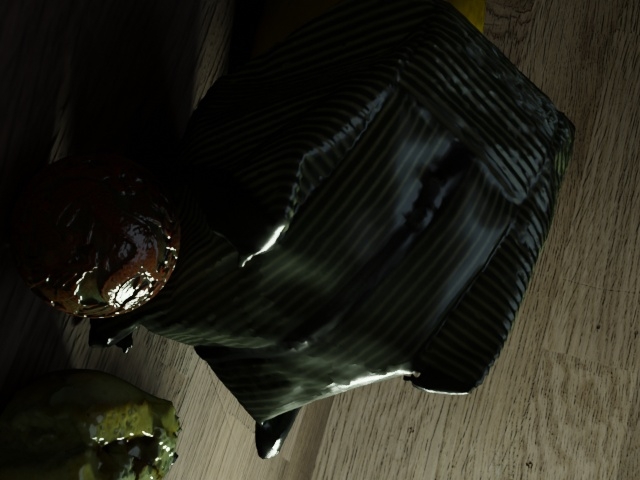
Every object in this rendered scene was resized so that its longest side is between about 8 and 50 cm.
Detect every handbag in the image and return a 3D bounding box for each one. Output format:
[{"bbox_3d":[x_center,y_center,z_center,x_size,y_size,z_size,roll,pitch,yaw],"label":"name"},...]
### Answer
[{"bbox_3d":[0.000,0.000,0.682,0.341,0.247,0.240,-31,-151,47],"label":"handbag"}]

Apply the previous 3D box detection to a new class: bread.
[{"bbox_3d":[-0.161,0.129,0.617,0.156,0.103,0.110,-72,160,-53],"label":"bread"}]

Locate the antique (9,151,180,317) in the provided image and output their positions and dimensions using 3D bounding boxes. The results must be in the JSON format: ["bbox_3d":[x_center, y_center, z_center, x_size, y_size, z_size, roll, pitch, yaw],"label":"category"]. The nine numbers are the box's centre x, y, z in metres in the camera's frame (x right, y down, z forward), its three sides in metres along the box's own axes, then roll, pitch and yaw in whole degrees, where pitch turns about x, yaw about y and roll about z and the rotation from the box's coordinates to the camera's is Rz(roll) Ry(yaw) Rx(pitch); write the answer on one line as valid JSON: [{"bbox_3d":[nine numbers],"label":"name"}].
[{"bbox_3d":[-0.132,-0.002,0.548,0.104,0.104,0.104,15,90,-81],"label":"antique"}]

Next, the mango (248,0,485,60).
[{"bbox_3d":[0.029,-0.130,0.942,0.301,0.221,0.445,-55,160,-83],"label":"mango"}]
